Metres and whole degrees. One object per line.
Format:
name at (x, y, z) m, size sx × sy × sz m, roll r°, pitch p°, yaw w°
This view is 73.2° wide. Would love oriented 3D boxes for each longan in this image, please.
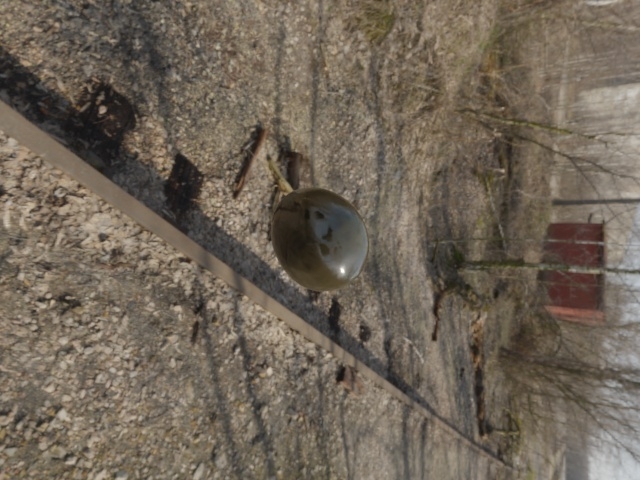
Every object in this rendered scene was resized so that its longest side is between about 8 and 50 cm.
longan at (0.000, 0.000, 0.860) m, size 0.196 × 0.196 × 0.220 m, roll -53°, pitch 126°, yaw -44°
